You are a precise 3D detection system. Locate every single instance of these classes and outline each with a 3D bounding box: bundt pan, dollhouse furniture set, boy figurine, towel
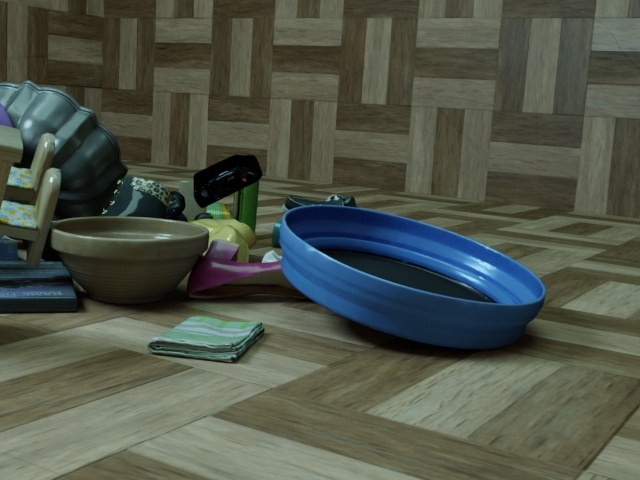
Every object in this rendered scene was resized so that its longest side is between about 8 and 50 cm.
[{"bbox_3d":[-0.531,-0.119,1.606,0.331,0.331,0.124,5,38,11],"label":"bundt pan"},{"bbox_3d":[-0.524,-0.104,1.153,0.362,0.256,0.394,11,25,-28],"label":"dollhouse furniture set"},{"bbox_3d":[-0.274,-0.101,2.061,0.197,0.151,0.301,1,9,-16],"label":"dollhouse furniture set"},{"bbox_3d":[-0.195,0.002,1.623,0.177,0.092,0.285,-1,10,-27],"label":"boy figurine"},{"bbox_3d":[-0.140,0.118,1.098,0.113,0.023,0.152,6,9,9],"label":"towel"}]

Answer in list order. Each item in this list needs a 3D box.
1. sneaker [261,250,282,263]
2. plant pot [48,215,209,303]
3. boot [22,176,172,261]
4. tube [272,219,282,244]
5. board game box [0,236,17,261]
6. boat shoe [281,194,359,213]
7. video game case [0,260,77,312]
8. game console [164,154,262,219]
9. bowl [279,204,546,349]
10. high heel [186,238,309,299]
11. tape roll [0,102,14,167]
[{"bbox_3d":[-0.030,0.052,1.457,0.152,0.061,0.053,7,7,14],"label":"sneaker"},{"bbox_3d":[-0.288,0.031,1.321,0.237,0.110,0.237,3,9,0],"label":"plant pot"},{"bbox_3d":[-0.382,-0.035,1.526,0.236,0.085,0.178,9,46,-3],"label":"boot"},{"bbox_3d":[0.000,0.000,1.883,0.207,0.052,0.080,10,18,2],"label":"tube"},{"bbox_3d":[-0.653,0.008,1.562,0.160,0.039,0.211,-3,10,-35],"label":"board game box"},{"bbox_3d":[0.058,-0.050,1.862,0.302,0.091,0.114,22,13,20],"label":"boat shoe"},{"bbox_3d":[-0.473,0.065,1.305,0.196,0.026,0.274,1,10,-19],"label":"video game case"},{"bbox_3d":[-0.283,-0.074,1.696,0.361,0.044,0.213,-26,15,-1],"label":"game console"},{"bbox_3d":[0.126,0.047,1.263,0.391,0.077,0.391,14,15,-4],"label":"bowl"},{"bbox_3d":[-0.080,0.073,1.348,0.244,0.082,0.117,19,46,2],"label":"high heel"},{"bbox_3d":[-0.655,-0.144,1.475,0.275,0.275,0.090,7,-7,21],"label":"tape roll"}]
